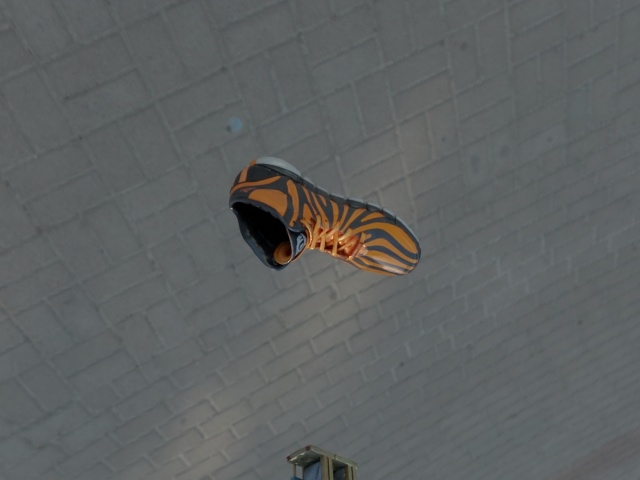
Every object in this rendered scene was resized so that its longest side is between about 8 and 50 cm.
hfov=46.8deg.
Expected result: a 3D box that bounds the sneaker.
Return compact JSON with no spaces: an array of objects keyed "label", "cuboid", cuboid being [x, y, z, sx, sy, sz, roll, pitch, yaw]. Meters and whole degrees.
[{"label":"sneaker","cuboid":[0.000,0.000,1.140,0.321,0.180,0.124,24,121,-3]}]

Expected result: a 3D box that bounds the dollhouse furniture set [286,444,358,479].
[{"label":"dollhouse furniture set","cuboid":[-0.037,0.481,1.351,0.129,0.129,0.184,32,127,-33]}]
